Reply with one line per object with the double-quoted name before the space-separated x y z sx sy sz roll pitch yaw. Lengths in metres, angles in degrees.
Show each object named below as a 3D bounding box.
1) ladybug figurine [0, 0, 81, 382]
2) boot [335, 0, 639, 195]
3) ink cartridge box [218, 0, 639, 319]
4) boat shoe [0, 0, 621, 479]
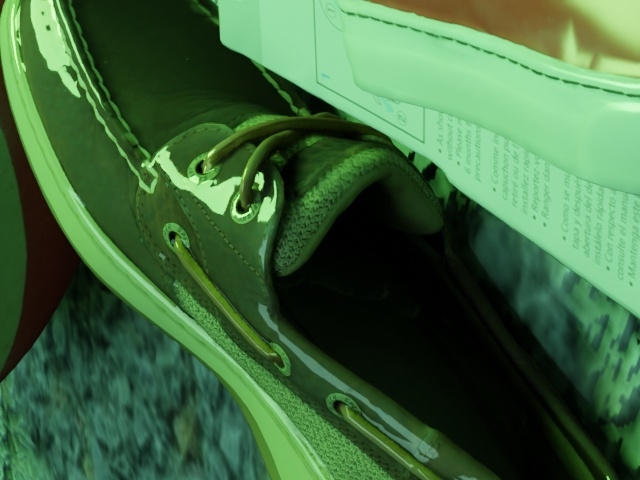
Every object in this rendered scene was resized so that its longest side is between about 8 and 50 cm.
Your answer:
"ladybug figurine" -0.222 -0.061 1.046 0.305 0.162 0.449 63 154 12
"boot" 0.065 -0.110 0.416 0.244 0.088 0.176 22 127 57
"ink cartridge box" 0.058 -0.147 0.555 0.261 0.066 0.296 38 140 44
"boat shoe" 0.000 0.000 0.738 0.342 0.123 0.123 57 140 18
